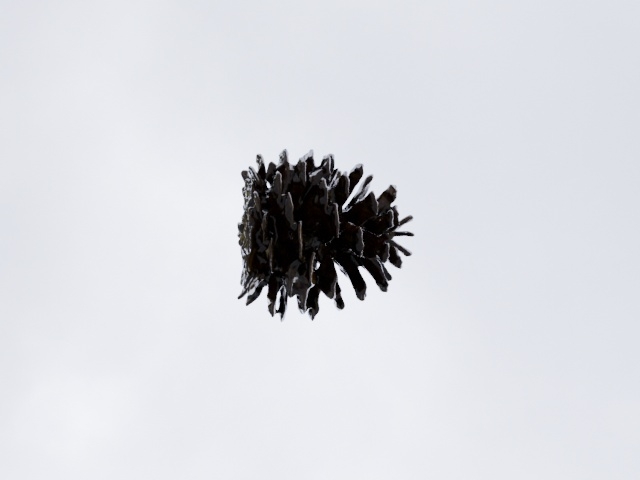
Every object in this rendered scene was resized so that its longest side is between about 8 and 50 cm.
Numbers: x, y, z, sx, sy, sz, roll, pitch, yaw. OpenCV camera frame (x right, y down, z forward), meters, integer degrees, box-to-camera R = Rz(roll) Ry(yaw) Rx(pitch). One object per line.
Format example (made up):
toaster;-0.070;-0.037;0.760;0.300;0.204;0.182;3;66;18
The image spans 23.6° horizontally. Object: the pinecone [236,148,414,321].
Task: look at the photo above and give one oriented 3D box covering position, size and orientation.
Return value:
pinecone;0.005;-0.005;1.420;0.165;0.163;0.163;0;-64;-4
